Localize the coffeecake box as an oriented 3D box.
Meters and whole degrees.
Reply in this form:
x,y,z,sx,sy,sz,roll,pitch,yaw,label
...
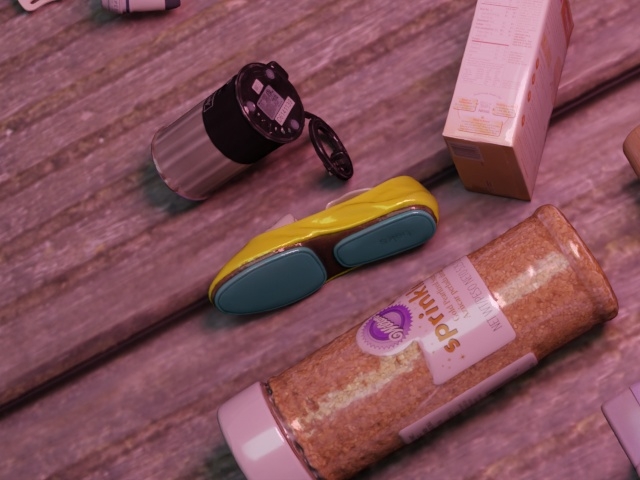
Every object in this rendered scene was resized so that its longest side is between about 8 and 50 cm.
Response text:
x,y,z,sx,sy,sz,roll,pitch,yaw,label
0.175,-0.150,1.493,0.068,0.142,0.186,11,74,18,coffeecake box

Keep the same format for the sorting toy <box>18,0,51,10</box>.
x,y,z,sx,sy,sz,roll,pitch,yaw,label
-0.298,-0.283,1.723,0.083,0.045,0.075,-19,75,8,sorting toy

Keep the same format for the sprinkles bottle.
x,y,z,sx,sy,sz,roll,pitch,yaw,label
0.085,0.108,1.443,0.355,0.121,0.121,-32,67,2,sprinkles bottle

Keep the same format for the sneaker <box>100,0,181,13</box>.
x,y,z,sx,sy,sz,roll,pitch,yaw,label
-0.171,-0.350,1.695,0.091,0.094,0.258,6,75,-5,sneaker

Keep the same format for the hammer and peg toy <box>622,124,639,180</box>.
x,y,z,sx,sy,sz,roll,pitch,yaw,label
0.436,-0.131,1.350,0.361,0.266,0.127,-25,67,5,hammer and peg toy

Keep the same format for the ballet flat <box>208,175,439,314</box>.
x,y,z,sx,sy,sz,roll,pitch,yaw,label
0.000,0.000,1.536,0.231,0.077,0.077,-22,46,4,ballet flat

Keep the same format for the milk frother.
x,y,z,sx,sy,sz,roll,pitch,yaw,label
-0.061,-0.086,1.567,0.134,0.129,0.143,-31,95,40,milk frother

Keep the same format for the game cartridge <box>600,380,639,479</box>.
x,y,z,sx,sy,sz,roll,pitch,yaw,label
0.337,0.283,1.256,0.068,0.230,0.355,-29,67,4,game cartridge
